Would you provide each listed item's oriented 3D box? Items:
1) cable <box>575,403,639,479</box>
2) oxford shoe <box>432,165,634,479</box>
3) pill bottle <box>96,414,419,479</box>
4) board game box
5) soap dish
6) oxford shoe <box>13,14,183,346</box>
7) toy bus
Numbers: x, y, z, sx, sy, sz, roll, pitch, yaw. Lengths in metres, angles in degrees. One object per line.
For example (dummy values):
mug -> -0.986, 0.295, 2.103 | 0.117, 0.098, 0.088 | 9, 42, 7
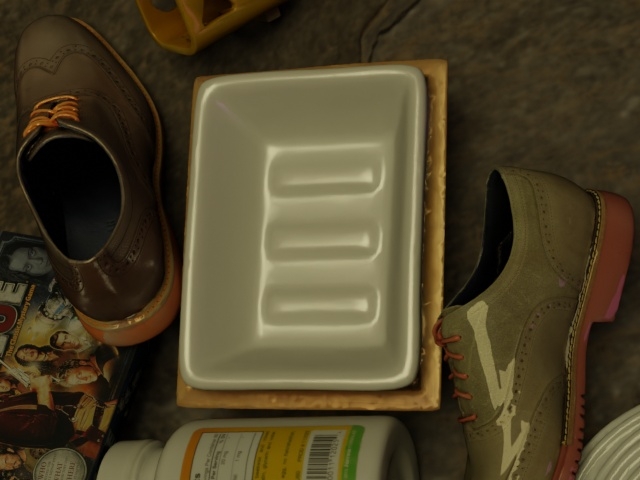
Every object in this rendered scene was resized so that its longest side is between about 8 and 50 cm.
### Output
cable -> 0.292, 0.232, 1.082 | 0.257, 0.089, 0.257 | -11, 62, 26
oxford shoe -> 0.134, 0.109, 1.151 | 0.130, 0.123, 0.348 | 21, 74, -15
pill bottle -> -0.052, 0.212, 1.206 | 0.246, 0.136, 0.136 | -3, 77, 19
board game box -> -0.240, 0.112, 1.283 | 0.165, 0.042, 0.243 | 9, 57, 12
soap dish -> 0.000, 0.000, 1.245 | 0.229, 0.118, 0.290 | -2, 78, 19
oxford shoe -> -0.208, -0.088, 1.302 | 0.130, 0.132, 0.363 | -25, 55, 1
toy bus -> -0.072, -0.245, 1.331 | 0.202, 0.191, 0.104 | -12, 118, 17
